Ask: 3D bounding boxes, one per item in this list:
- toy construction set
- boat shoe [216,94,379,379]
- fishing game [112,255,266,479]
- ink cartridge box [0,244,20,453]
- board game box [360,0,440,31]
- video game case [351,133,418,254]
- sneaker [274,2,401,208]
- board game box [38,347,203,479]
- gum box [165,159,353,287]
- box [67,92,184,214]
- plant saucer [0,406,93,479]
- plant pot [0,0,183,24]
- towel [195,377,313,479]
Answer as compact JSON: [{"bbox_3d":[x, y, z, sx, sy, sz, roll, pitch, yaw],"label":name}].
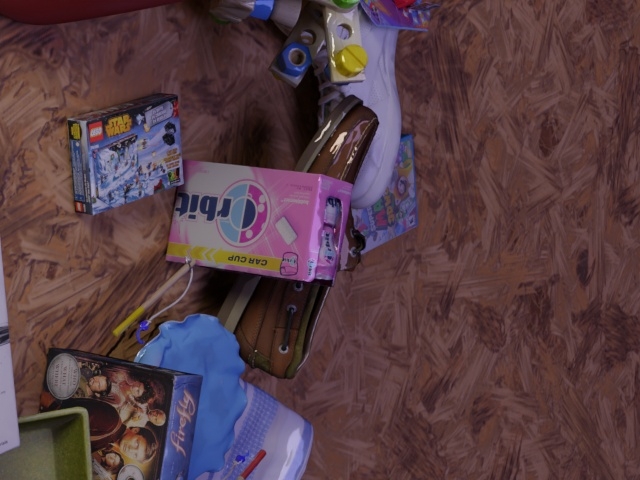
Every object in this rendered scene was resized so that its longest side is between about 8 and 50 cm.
[{"bbox_3d":[-0.018,-0.325,1.738,0.215,0.151,0.327,22,61,-12],"label":"toy construction set"},{"bbox_3d":[0.000,0.000,1.815,0.307,0.104,0.111,-64,167,11],"label":"boat shoe"},{"bbox_3d":[-0.142,0.166,1.739,0.189,0.041,0.264,-49,131,-40],"label":"fishing game"},{"bbox_3d":[-0.333,0.074,1.404,0.086,0.148,0.203,-21,112,-49],"label":"ink cartridge box"},{"bbox_3d":[0.084,-0.300,1.888,0.169,0.033,0.133,-5,77,-57],"label":"board game box"},{"bbox_3d":[0.064,-0.051,2.053,0.166,0.015,0.119,-26,117,-49],"label":"video game case"},{"bbox_3d":[0.007,-0.189,1.879,0.169,0.108,0.292,14,75,-53],"label":"sneaker"},{"bbox_3d":[-0.202,0.233,1.607,0.042,0.165,0.243,10,88,-55],"label":"board game box"},{"bbox_3d":[-0.059,-0.018,1.735,0.062,0.188,0.107,14,85,-55],"label":"gum box"},{"bbox_3d":[-0.189,-0.086,1.678,0.137,0.027,0.094,-22,116,-51],"label":"box"},{"bbox_3d":[-0.298,0.246,1.528,0.188,0.045,0.188,-8,105,-24],"label":"plant saucer"},{"bbox_3d":[-0.161,-0.321,1.486,0.275,0.243,0.274,-14,108,-52],"label":"plant pot"},{"bbox_3d":[-0.109,0.249,1.855,0.285,0.034,0.209,40,64,-50],"label":"towel"}]
